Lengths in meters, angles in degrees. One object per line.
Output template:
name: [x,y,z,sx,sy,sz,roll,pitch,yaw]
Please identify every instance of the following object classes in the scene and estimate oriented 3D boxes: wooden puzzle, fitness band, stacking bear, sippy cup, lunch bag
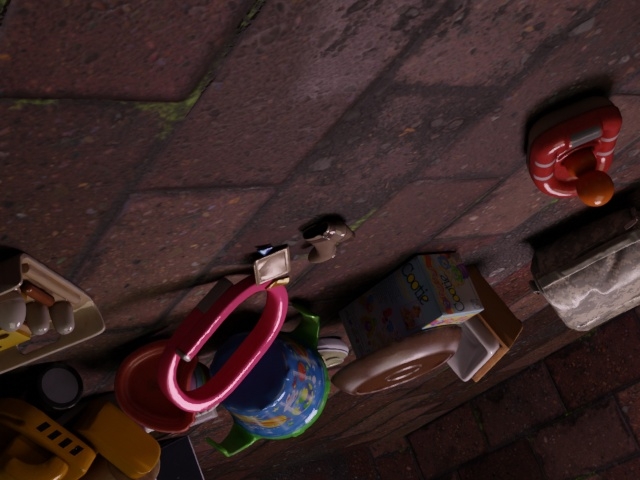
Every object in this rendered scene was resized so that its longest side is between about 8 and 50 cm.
wooden puzzle: [-0.085,0.044,1.565,0.078,0.014,0.116,-22,142,-24]
fitness band: [-0.171,0.181,1.630,0.291,0.054,0.209,-49,145,-13]
stacking bear: [-0.296,0.293,1.832,0.164,0.175,0.289,0,171,7]
sippy cup: [-0.117,0.283,1.845,0.240,0.305,0.224,-5,163,12]
lunch bag: [0.649,0.057,2.076,0.305,0.212,0.256,-29,159,19]

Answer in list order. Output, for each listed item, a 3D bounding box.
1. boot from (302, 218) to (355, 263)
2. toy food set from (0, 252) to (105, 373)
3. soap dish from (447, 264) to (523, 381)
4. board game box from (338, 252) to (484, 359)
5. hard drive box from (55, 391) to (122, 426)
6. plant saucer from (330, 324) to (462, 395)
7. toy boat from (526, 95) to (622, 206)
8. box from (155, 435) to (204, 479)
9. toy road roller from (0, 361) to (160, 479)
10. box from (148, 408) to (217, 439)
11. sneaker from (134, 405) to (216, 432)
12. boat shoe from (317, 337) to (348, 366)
boot: [0.000,0.000,1.543,0.118,0.042,0.087,-34,150,29]
toy food set: [-0.471,0.129,1.315,0.220,0.092,0.306,-22,160,1]
soap dish: [0.353,0.199,2.152,0.118,0.229,0.291,-33,164,-18]
board game box: [0.193,0.153,1.965,0.142,0.144,0.275,-3,154,-42]
hard drive box: [-0.532,0.452,1.983,0.232,0.089,0.181,-16,130,-17]
plant saucer: [0.174,0.271,1.973,0.311,0.050,0.310,-18,160,-7]
toy boat: [0.431,-0.124,1.484,0.151,0.151,0.231,-22,160,4]
box: [-0.509,0.637,2.214,0.343,0.179,0.312,-19,180,-45]
toy road roller: [-0.491,0.415,1.684,0.202,0.329,0.240,-39,-164,40]
box: [-0.423,0.471,2.272,0.324,0.067,0.063,-20,168,-1]
sneaker: [-0.332,0.383,2.123,0.236,0.095,0.104,-21,167,13]
boat shoe: [-0.049,0.304,2.183,0.302,0.094,0.109,-3,153,-40]
